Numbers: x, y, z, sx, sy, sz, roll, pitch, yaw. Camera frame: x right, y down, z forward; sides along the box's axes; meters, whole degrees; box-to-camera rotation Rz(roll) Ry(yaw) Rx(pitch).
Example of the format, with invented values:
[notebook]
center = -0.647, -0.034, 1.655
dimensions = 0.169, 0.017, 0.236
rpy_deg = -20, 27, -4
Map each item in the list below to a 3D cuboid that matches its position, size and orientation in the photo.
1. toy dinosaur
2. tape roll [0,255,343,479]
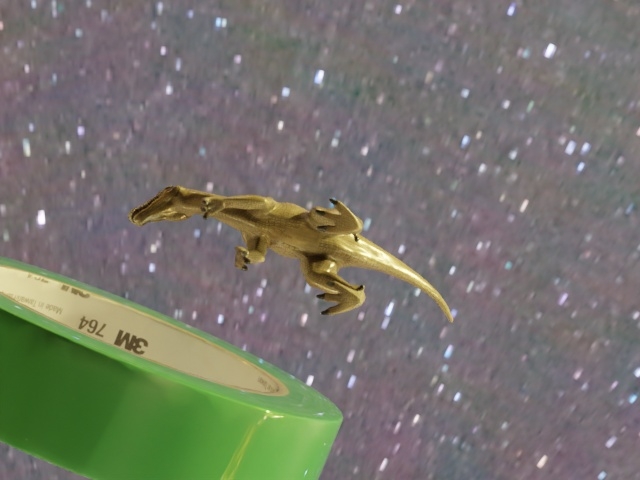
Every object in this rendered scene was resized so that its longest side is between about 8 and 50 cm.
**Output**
[toy dinosaur]
center = 0.000, 0.000, 0.770
dimensions = 0.183, 0.092, 0.053
rpy_deg = 19, -82, -13
[tape roll]
center = -0.146, 0.093, 1.072
dimensions = 0.321, 0.321, 0.077
rpy_deg = 22, -89, 3
